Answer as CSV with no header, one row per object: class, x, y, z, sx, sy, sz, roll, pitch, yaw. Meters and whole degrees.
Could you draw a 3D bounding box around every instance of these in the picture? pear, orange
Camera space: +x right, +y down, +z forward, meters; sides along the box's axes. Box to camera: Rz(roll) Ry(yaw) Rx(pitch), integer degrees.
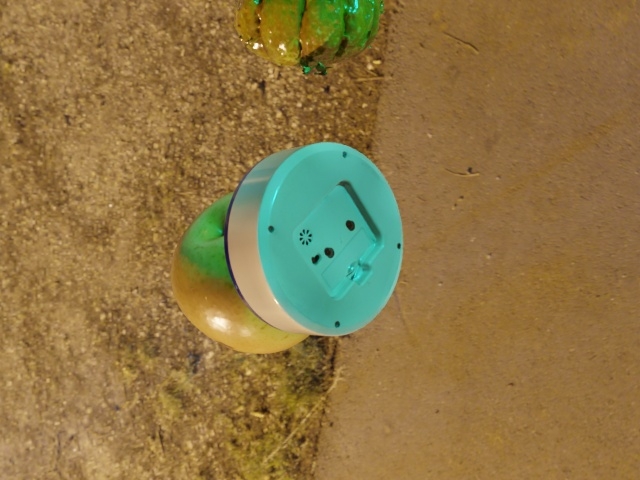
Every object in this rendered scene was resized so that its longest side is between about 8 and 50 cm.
pear,-0.121,0.060,1.217,0.348,0.348,0.348,0,90,37
orange,-0.014,-0.463,1.189,0.300,0.301,0.223,27,129,32

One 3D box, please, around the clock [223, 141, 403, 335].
clock,0.000,0.000,0.732,0.083,0.230,0.230,0,90,50
